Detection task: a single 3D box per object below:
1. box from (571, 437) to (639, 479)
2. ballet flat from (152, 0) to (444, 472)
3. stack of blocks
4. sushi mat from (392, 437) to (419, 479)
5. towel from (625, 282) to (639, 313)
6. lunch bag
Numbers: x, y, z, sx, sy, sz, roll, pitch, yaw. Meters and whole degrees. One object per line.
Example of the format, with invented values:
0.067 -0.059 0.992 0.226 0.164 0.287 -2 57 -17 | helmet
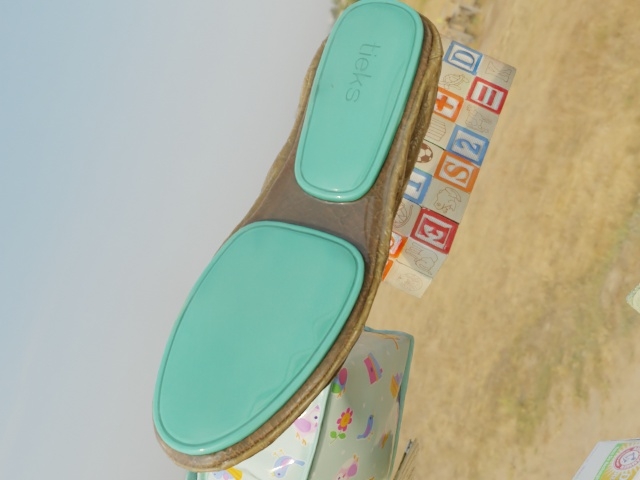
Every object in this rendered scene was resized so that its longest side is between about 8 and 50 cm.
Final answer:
0.322 0.324 0.908 0.203 0.114 0.103 -41 5 -29 | box
0.000 0.000 0.573 0.124 0.116 0.342 61 -133 -64 | ballet flat
0.089 -0.104 0.918 0.087 0.171 0.297 112 -177 -54 | stack of blocks
0.060 0.324 0.820 0.316 0.019 0.151 -32 -56 -71 | sushi mat
0.369 0.050 0.794 0.027 0.110 0.148 -42 -16 -39 | towel
-0.020 0.221 0.889 0.223 0.160 0.262 -7 -70 -60 | lunch bag
